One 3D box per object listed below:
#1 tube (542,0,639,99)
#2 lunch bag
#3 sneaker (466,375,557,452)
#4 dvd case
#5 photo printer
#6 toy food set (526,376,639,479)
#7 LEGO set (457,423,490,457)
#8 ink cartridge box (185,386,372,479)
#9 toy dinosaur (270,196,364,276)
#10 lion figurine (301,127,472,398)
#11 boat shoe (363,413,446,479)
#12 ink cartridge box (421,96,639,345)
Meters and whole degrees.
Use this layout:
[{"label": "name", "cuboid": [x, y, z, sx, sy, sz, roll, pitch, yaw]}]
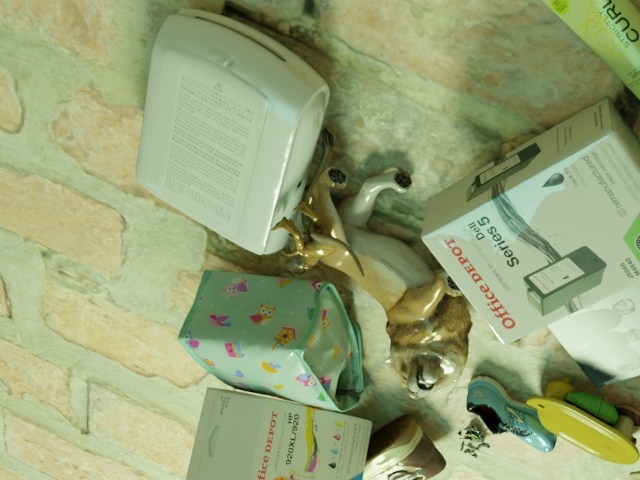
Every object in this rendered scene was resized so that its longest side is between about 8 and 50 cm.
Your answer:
[{"label": "tube", "cuboid": [0.337, -0.238, 1.262, 0.070, 0.062, 0.240, -43, 96, 2]}, {"label": "lunch bag", "cuboid": [-0.062, 0.169, 1.722, 0.223, 0.160, 0.262, 4, 148, 24]}, {"label": "sneaker", "cuboid": [0.287, 0.282, 1.692, 0.162, 0.073, 0.063, 33, 134, 0]}, {"label": "dvd case", "cuboid": [0.431, 0.103, 1.504, 0.239, 0.029, 0.179, -27, 110, 39]}, {"label": "photo printer", "cuboid": [-0.125, -0.158, 1.522, 0.256, 0.107, 0.307, 30, 134, 14]}, {"label": "toy food set", "cuboid": [0.415, 0.266, 1.626, 0.218, 0.071, 0.128, 30, 158, 6]}, {"label": "LEGO set", "cuboid": [0.248, 0.320, 1.785, 0.054, 0.023, 0.083, 35, 147, 1]}, {"label": "ink cartridge box", "cuboid": [-0.067, 0.345, 1.771, 0.233, 0.171, 0.168, 19, 167, -37]}, {"label": "toy dinosaur", "cuboid": [0.000, 0.000, 1.498, 0.112, 0.064, 0.211, 47, 160, -9]}, {"label": "lion figurine", "cuboid": [0.089, 0.039, 1.583, 0.392, 0.142, 0.240, 49, 141, 4]}, {"label": "boat shoe", "cuboid": [0.081, 0.420, 1.885, 0.123, 0.123, 0.342, 43, 127, -8]}, {"label": "ink cartridge box", "cuboid": [0.292, -0.018, 1.379, 0.273, 0.115, 0.198, -30, 109, 25]}]
